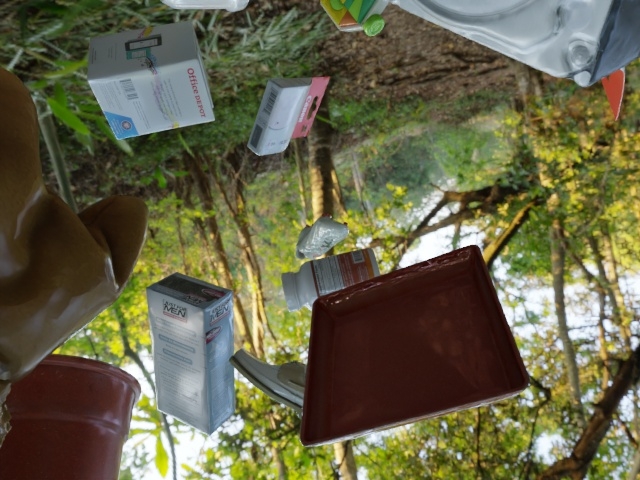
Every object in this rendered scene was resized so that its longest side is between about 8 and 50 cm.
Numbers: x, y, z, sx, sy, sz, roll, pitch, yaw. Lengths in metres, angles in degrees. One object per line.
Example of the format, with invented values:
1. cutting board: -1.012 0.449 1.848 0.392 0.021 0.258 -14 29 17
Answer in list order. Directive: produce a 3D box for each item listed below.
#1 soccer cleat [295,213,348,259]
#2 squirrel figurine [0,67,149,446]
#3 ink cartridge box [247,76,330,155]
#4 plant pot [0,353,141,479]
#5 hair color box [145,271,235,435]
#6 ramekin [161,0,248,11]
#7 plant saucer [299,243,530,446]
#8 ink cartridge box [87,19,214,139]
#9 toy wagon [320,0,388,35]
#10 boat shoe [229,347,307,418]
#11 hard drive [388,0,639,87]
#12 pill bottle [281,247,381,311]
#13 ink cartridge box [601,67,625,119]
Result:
1. soccer cleat: 0.000 0.000 0.980 0.068 0.076 0.196 25 166 -14
2. squirrel figurine: -0.339 -0.022 0.367 0.282 0.370 0.396 0 -132 -1
3. ink cartridge box: -0.063 -0.319 1.280 0.233 0.189 0.066 -17 -127 -44
4. plant pot: -0.360 0.309 0.591 0.273 0.264 0.272 -7 145 -5
5. hair color box: -0.322 0.286 1.278 0.186 0.373 0.114 15 -154 25
6. ramekin: -0.203 -0.477 0.749 0.127 0.272 0.273 -19 -170 -16
7. plant saucer: 0.107 0.133 0.644 0.259 0.047 0.259 -21 -151 16
8. ink cartridge box: -0.442 -0.428 1.346 0.271 0.198 0.197 -12 -127 -6
9. toy wagon: 0.122 -0.708 1.270 0.068 0.267 0.344 -15 156 -41
10. boat shoe: -0.067 0.330 1.180 0.103 0.303 0.113 -57 179 -6
11. hard drive: 0.078 -0.275 0.331 0.064 0.236 0.339 -28 -129 -20
12. pill bottle: 0.026 0.096 1.148 0.216 0.121 0.121 -13 -170 1
13. ink cartridge box: 0.558 -0.486 1.061 0.091 0.385 0.307 -8 -129 20
